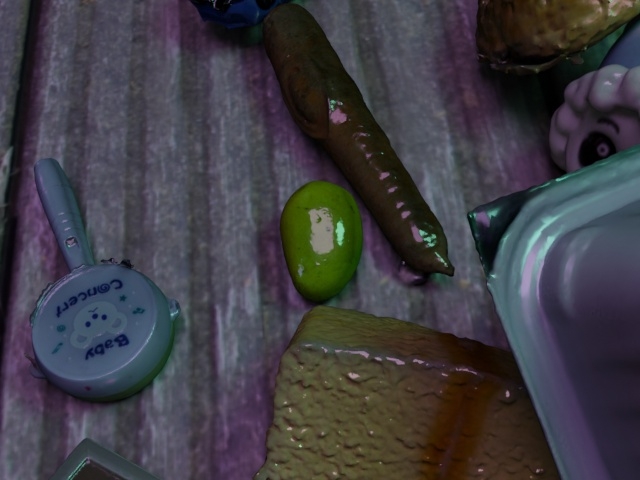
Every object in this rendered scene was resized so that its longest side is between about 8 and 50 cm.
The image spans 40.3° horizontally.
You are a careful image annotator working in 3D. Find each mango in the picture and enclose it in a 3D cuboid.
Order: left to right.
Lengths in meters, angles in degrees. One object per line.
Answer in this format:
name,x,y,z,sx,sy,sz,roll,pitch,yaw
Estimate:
mango,0.000,0.000,0.747,0.073,0.056,0.108,-1,70,13

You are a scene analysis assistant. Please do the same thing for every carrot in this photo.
carrot,0.026,-0.097,0.798,0.070,0.070,0.342,-25,60,-7

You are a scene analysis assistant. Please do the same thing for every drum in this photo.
drum,-0.191,0.019,0.765,0.130,0.049,0.253,-12,58,2

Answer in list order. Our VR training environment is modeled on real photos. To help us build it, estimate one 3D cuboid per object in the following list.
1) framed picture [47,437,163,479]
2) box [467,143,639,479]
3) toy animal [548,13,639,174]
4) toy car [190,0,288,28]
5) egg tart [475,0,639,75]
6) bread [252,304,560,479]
framed picture,-0.123,0.275,0.592,0.274,0.017,0.217,24,52,22
box,0.286,0.044,0.535,0.337,0.106,0.264,-22,91,-24
toy animal,0.302,-0.104,0.707,0.208,0.156,0.204,32,64,29
toy car,-0.051,-0.292,0.930,0.103,0.063,0.216,24,51,29
egg tart,0.222,-0.251,0.783,0.232,0.098,0.252,-23,31,40
bread,0.095,0.128,0.623,0.266,0.141,0.178,10,48,4
